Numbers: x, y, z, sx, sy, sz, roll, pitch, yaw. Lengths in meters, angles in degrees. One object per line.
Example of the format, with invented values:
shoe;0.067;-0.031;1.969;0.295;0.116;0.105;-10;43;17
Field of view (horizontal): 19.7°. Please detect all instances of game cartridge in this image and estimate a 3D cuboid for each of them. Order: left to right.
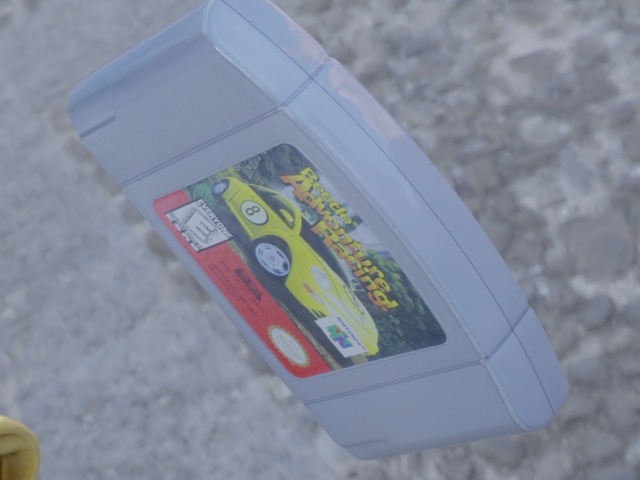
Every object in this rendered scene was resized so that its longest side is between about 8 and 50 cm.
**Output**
game cartridge;0.000;0.000;1.022;0.196;0.294;0.060;-23;21;52

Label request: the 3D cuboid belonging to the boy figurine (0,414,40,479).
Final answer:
boy figurine;-0.138;0.187;0.696;0.092;0.285;0.177;3;7;34
